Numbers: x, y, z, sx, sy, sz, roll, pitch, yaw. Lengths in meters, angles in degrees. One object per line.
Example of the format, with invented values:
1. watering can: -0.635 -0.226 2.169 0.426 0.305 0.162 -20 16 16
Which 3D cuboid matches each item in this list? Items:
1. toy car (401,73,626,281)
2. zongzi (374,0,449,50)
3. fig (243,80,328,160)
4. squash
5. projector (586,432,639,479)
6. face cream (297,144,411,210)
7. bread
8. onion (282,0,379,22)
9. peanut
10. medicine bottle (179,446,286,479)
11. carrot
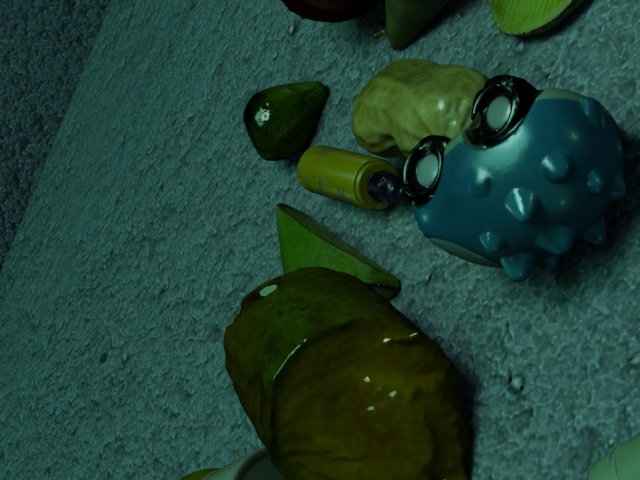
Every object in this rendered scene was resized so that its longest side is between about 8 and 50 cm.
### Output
1. toy car: 0.224 -0.052 1.219 0.255 0.188 0.190 -38 49 39
2. zongzi: 0.219 -0.537 1.590 0.447 0.181 0.418 -62 -3 -22
3. fig: -0.054 -0.214 1.867 0.156 0.123 0.123 -30 33 -8
4. squash: 0.000 0.000 1.631 0.203 0.111 0.289 -43 38 36
5. projector: 0.378 0.153 0.923 0.337 0.108 0.108 -47 37 35
6. face cream: 0.059 -0.089 1.614 0.273 0.078 0.078 22 92 60
7. bread: 0.303 -0.371 1.430 0.228 0.033 0.229 -32 48 45
8. onion: 0.034 -0.475 1.730 0.276 0.276 0.276 -36 44 44
9. peanut: 0.137 -0.171 1.481 0.305 0.147 0.147 28 97 61
10. medicine bottle: -0.148 0.429 1.497 0.384 0.224 0.224 -38 43 43
11. carrot: 0.023 0.180 1.357 0.242 0.241 0.340 -64 30 10
